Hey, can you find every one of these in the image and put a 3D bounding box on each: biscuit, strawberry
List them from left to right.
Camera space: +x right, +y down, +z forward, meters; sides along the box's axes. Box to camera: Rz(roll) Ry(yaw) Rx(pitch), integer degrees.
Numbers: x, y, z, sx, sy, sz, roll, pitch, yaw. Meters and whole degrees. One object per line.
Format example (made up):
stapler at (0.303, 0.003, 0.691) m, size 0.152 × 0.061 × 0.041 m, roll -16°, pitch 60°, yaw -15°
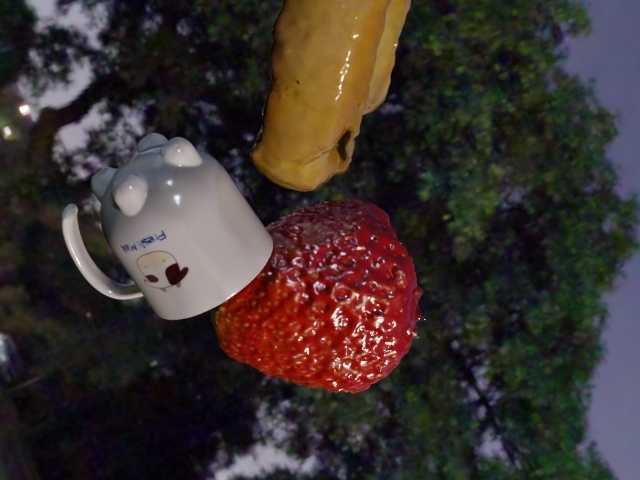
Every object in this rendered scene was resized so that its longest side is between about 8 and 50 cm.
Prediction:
strawberry at (-0.012, 0.079, 1.277) m, size 0.257 × 0.277 × 0.257 m, roll 173°, pitch -90°, yaw -67°
biscuit at (0.021, -0.182, 0.819) m, size 0.296 × 0.102 × 0.296 m, roll -163°, pitch -90°, yaw -88°

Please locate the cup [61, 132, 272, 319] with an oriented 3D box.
cup at (-0.152, -0.020, 0.946) m, size 0.174 × 0.134 × 0.142 m, roll -1°, pitch -51°, yaw 47°
